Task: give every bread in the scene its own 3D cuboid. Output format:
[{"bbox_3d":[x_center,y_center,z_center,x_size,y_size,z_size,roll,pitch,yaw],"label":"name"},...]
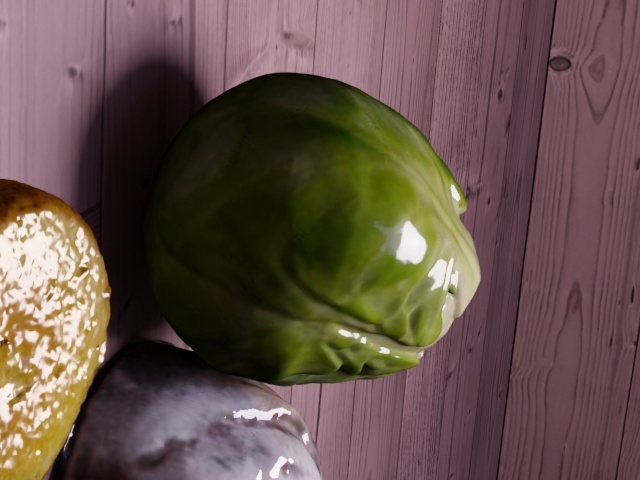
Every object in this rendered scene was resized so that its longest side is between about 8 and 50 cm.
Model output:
[{"bbox_3d":[-0.254,0.067,1.055,0.268,0.146,0.268,10,90,-67],"label":"bread"}]

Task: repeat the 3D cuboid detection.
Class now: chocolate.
[{"bbox_3d":[-0.103,0.256,1.493,0.303,0.213,0.303,10,90,-70],"label":"chocolate"}]

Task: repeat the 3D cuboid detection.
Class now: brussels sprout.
[{"bbox_3d":[-0.003,-0.001,1.465,0.355,0.289,0.281,27,36,-33],"label":"brussels sprout"}]
